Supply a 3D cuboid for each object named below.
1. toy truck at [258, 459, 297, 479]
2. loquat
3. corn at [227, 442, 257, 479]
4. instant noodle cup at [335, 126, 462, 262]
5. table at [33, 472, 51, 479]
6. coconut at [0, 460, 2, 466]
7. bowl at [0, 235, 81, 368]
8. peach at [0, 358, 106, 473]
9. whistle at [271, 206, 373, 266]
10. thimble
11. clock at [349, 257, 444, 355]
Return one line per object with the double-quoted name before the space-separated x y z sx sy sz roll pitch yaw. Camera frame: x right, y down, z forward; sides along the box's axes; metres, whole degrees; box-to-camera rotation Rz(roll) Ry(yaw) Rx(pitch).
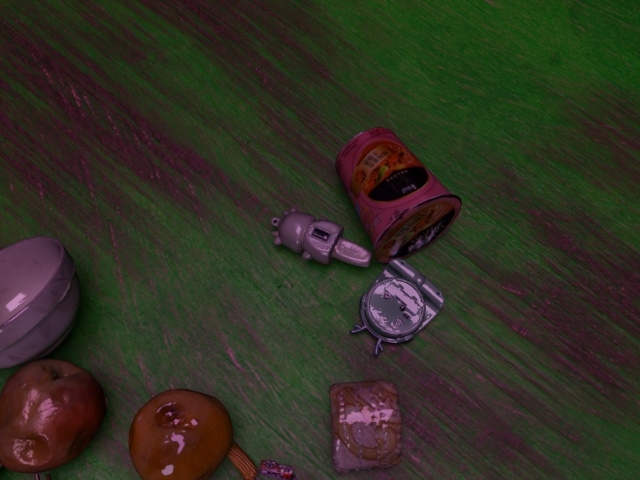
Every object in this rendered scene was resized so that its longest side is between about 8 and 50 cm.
"toy truck" -0.089 0.487 1.450 0.083 0.024 0.032 13 93 5
"loquat" -0.283 0.400 1.393 0.213 0.213 0.213 0 71 -1
"corn" -0.167 0.466 1.449 0.037 0.037 0.092 -42 76 -14
"instant noodle cup" 0.160 -0.115 1.575 0.243 0.244 0.255 -27 65 -10
"table" -0.621 0.557 1.361 0.240 0.121 0.111 -25 74 -10
"coconut" -0.729 0.454 1.368 0.182 0.171 0.171 -2 71 5
"bowl" -0.633 0.146 1.448 0.307 0.163 0.307 -20 37 16
"peach" -0.564 0.363 1.402 0.214 0.214 0.236 28 90 8
"whistle" 0.000 -0.002 1.583 0.253 0.106 0.102 20 102 13
"thimble" 0.092 0.389 1.431 0.143 0.137 0.191 -2 82 -2
"clock" 0.165 0.158 1.551 0.159 0.066 0.211 39 75 12
